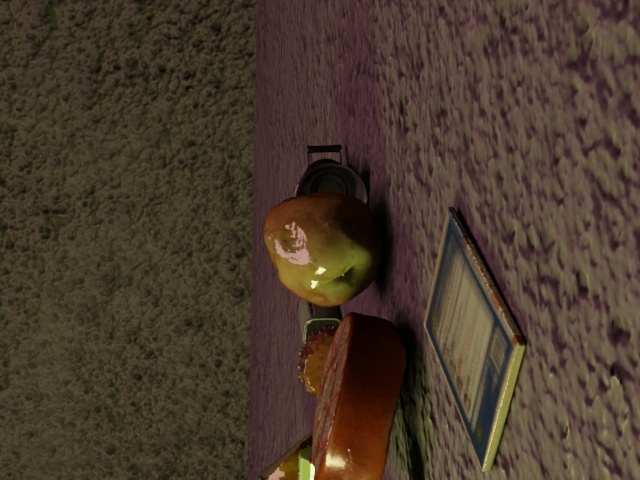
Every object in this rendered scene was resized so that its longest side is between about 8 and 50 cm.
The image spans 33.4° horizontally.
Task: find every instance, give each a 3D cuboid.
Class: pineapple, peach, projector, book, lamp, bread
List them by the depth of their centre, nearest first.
[{"bbox_3d":[0.209,0.130,1.497,0.322,0.018,0.228,-106,20,-54],"label":"book"},{"bbox_3d":[0.064,0.276,1.849,0.327,0.114,0.295,-91,14,-74],"label":"bread"},{"bbox_3d":[0.000,0.000,2.007,0.235,0.214,0.214,44,144,29],"label":"peach"},{"bbox_3d":[0.017,0.234,2.160,0.279,0.158,0.158,-144,54,-81],"label":"pineapple"},{"bbox_3d":[0.016,-0.099,2.209,0.227,0.147,0.172,-104,10,-77],"label":"lamp"},{"bbox_3d":[-0.003,0.178,2.413,0.082,0.083,0.083,-103,16,-48],"label":"projector"}]

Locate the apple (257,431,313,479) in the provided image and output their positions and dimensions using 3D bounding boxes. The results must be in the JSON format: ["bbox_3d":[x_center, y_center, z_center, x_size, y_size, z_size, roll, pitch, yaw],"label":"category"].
[{"bbox_3d":[-0.051,0.564,2.457,0.346,0.179,0.254,124,156,-74],"label":"apple"}]

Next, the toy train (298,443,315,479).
[{"bbox_3d":[0.017,0.522,2.151,0.105,0.157,0.253,-123,33,-70],"label":"toy train"}]
